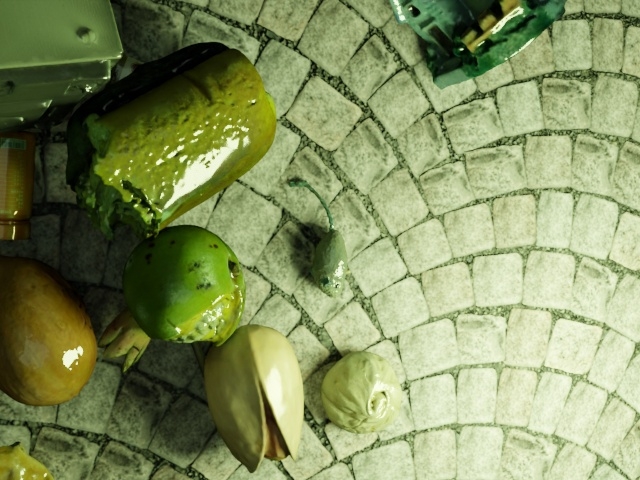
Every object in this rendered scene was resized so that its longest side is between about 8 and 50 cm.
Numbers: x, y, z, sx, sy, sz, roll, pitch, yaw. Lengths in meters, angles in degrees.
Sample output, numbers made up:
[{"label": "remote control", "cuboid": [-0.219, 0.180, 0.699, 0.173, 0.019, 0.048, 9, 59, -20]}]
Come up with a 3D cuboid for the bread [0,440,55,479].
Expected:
[{"label": "bread", "cuboid": [-0.558, 0.507, 1.121, 0.252, 0.238, 0.196, 50, 45, -8]}]

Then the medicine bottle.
[{"label": "medicine bottle", "cuboid": [-0.559, -0.100, 1.115, 0.096, 0.096, 0.192, 3, 94, -15]}]

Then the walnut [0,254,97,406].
[{"label": "walnut", "cuboid": [-0.507, 0.147, 1.102, 0.203, 0.203, 0.298, -26, 95, -11]}]

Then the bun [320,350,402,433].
[{"label": "bun", "cuboid": [0.091, 0.328, 1.318, 0.183, 0.102, 0.184, -1, 96, -11]}]

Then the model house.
[{"label": "model house", "cuboid": [0.258, -0.507, 1.182, 0.329, 0.295, 0.252, 44, 80, -17]}]

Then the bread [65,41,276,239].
[{"label": "bread", "cuboid": [-0.241, -0.175, 1.085, 0.376, 0.208, 0.251, -39, 133, -28]}]

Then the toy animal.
[{"label": "toy animal", "cuboid": [0.008, -0.005, 1.286, 0.079, 0.070, 0.253, -15, 96, -29]}]

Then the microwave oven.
[{"label": "microwave oven", "cuboid": [-0.493, -0.272, 0.866, 0.332, 0.394, 0.247, -15, 94, -33]}]

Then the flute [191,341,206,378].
[{"label": "flute", "cuboid": [-0.233, 0.257, 1.267, 0.027, 0.027, 0.233, -20, 100, -12]}]

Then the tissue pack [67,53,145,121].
[{"label": "tissue pack", "cuboid": [-0.378, -0.262, 1.144, 0.106, 0.099, 0.149, 20, 90, -16]}]

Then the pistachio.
[{"label": "pistachio", "cuboid": [-0.121, 0.302, 1.219, 0.187, 0.187, 0.300, -14, 102, -13]}]

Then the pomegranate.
[{"label": "pomegranate", "cuboid": [-0.279, 0.108, 1.149, 0.301, 0.236, 0.236, -35, 103, 12]}]
